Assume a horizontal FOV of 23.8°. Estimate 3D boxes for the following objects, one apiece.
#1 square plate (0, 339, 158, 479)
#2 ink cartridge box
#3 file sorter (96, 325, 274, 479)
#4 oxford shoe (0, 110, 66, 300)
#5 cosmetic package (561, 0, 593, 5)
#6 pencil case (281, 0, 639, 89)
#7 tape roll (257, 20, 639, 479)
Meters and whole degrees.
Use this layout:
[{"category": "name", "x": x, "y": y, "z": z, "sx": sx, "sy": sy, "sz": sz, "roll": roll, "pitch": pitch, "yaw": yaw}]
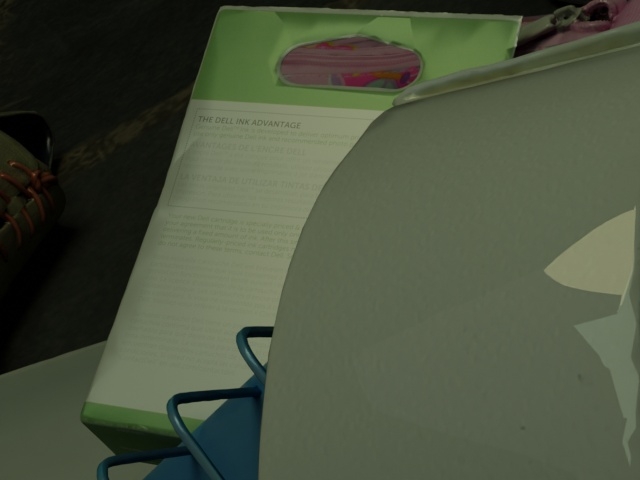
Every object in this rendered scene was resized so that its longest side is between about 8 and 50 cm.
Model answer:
[{"category": "square plate", "x": -0.193, "y": 0.201, "z": 0.773, "sx": 0.347, "sy": 0.049, "sz": 0.344, "roll": -19, "pitch": 34, "yaw": 24}, {"category": "ink cartridge box", "x": 0.000, "y": 0.000, "z": 0.733, "sx": 0.171, "sy": 0.056, "sz": 0.235, "roll": 6, "pitch": 63, "yaw": 23}, {"category": "file sorter", "x": -0.011, "y": 0.101, "z": 0.601, "sx": 0.170, "sy": 0.104, "sz": 0.118, "roll": -44, "pitch": 72, "yaw": 14}, {"category": "oxford shoe", "x": -0.243, "y": -0.017, "z": 1.025, "sx": 0.130, "sy": 0.123, "sz": 0.348, "roll": -27, "pitch": 26, "yaw": 4}, {"category": "cosmetic package", "x": 0.254, "y": -0.361, "z": 0.798, "sx": 0.393, "sy": 0.329, "sz": 0.327, "roll": -38, "pitch": 20, "yaw": -6}, {"category": "pencil case", "x": 0.075, "y": -0.068, "z": 0.821, "sx": 0.284, "sy": 0.124, "sz": 0.124, "roll": -1, "pitch": 45, "yaw": 43}, {"category": "tape roll", "x": 0.101, "y": 0.085, "z": 0.431, "sx": 0.100, "sy": 0.286, "sz": 0.286, "roll": -13, "pitch": 37, "yaw": 32}]
